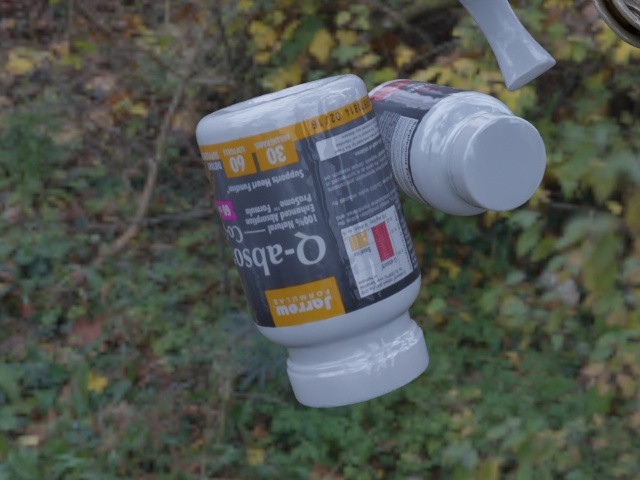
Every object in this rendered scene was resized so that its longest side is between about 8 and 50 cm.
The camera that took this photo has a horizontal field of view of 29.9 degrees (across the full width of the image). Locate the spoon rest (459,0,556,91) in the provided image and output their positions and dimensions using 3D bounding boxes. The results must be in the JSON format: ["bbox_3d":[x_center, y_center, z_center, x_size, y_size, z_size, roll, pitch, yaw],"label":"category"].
[{"bbox_3d":[0.134,-0.274,1.170,0.137,0.276,0.084,-31,30,11],"label":"spoon rest"}]

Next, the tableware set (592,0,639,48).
[{"bbox_3d":[0.306,-0.253,1.147,0.128,0.039,0.194,40,41,-13],"label":"tableware set"}]

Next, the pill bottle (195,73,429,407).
[{"bbox_3d":[0.000,0.000,1.096,0.162,0.278,0.162,-16,10,3],"label":"pill bottle"}]

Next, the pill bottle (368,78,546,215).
[{"bbox_3d":[0.182,-0.133,1.726,0.176,0.176,0.318,-2,13,-24],"label":"pill bottle"}]
